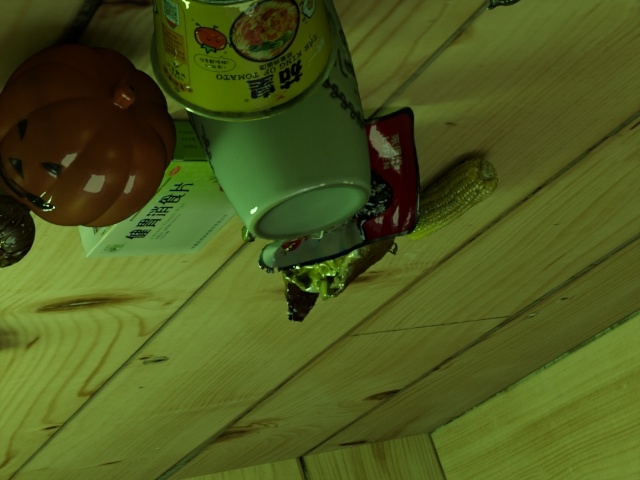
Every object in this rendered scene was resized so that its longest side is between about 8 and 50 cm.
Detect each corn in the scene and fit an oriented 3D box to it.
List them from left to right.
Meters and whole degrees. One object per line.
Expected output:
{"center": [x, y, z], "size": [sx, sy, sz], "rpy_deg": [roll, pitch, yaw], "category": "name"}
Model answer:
{"center": [0.198, -0.063, 1.850], "size": [0.072, 0.072, 0.203], "rpy_deg": [-1, 155, -39], "category": "corn"}

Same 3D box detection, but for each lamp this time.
{"center": [-0.235, -0.110, 1.187], "size": [0.188, 0.187, 0.164], "rpy_deg": [3, 149, -44], "category": "lamp"}

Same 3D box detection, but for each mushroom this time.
{"center": [-0.403, -0.011, 1.434], "size": [0.109, 0.085, 0.126], "rpy_deg": [-6, 151, -29], "category": "mushroom"}

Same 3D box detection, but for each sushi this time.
{"center": [0.000, -0.003, 1.724], "size": [0.179, 0.166, 0.296], "rpy_deg": [-33, 176, -31], "category": "sushi"}

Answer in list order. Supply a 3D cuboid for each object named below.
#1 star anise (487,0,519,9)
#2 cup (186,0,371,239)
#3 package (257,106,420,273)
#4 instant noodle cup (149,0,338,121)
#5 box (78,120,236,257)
{"center": [0.234, -0.305, 1.266], "size": [0.124, 0.056, 0.129], "rpy_deg": [-27, 164, -10], "category": "star anise"}
{"center": [-0.032, -0.122, 1.265], "size": [0.186, 0.234, 0.258], "rpy_deg": [-23, 161, 12], "category": "cup"}
{"center": [0.024, -0.058, 1.554], "size": [0.269, 0.071, 0.194], "rpy_deg": [-27, 135, -36], "category": "package"}
{"center": [-0.077, -0.222, 1.070], "size": [0.182, 0.182, 0.144], "rpy_deg": [-16, 150, -6], "category": "instant noodle cup"}
{"center": [-0.183, -0.063, 1.527], "size": [0.175, 0.062, 0.260], "rpy_deg": [-2, 155, -39], "category": "box"}
